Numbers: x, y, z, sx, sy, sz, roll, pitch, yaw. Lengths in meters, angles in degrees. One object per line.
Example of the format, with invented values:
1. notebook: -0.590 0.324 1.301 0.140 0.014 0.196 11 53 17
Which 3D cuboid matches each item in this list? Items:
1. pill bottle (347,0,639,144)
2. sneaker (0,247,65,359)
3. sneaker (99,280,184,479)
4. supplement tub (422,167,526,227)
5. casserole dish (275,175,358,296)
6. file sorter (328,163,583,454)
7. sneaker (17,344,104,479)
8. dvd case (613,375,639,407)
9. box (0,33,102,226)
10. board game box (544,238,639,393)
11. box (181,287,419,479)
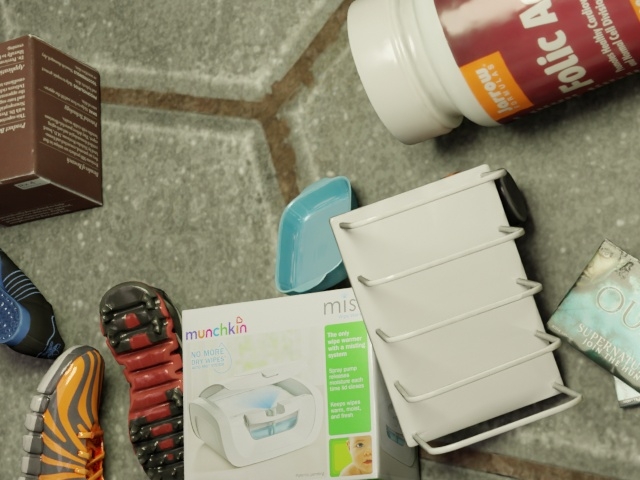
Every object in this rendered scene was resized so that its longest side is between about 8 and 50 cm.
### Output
1. pill bottle: 0.244 -0.265 1.876 0.392 0.224 0.224 -21 69 21
2. sneaker: -0.420 0.086 2.215 0.081 0.090 0.232 -49 40 10
3. sneaker: -0.200 0.179 2.066 0.098 0.135 0.276 -14 94 11
4. supplement tub: 0.143 -0.017 1.933 0.198 0.106 0.106 -23 68 21
5. casserole dish: 0.000 0.000 2.003 0.114 0.037 0.188 -27 38 26
6. file sorter: 0.151 0.077 1.780 0.193 0.173 0.277 -19 93 -4
7. sneaker: -0.290 0.304 2.077 0.180 0.125 0.321 16 96 25
8. dvd case: 0.368 0.123 1.836 0.087 0.013 0.119 -15 72 23
9. box: -0.411 -0.147 2.211 0.168 0.167 0.203 -11 73 24
10. board game box: 0.360 0.097 1.823 0.186 0.026 0.126 36 95 30
11. box: -0.024 0.187 1.958 0.262 0.127 0.231 -8 76 26
